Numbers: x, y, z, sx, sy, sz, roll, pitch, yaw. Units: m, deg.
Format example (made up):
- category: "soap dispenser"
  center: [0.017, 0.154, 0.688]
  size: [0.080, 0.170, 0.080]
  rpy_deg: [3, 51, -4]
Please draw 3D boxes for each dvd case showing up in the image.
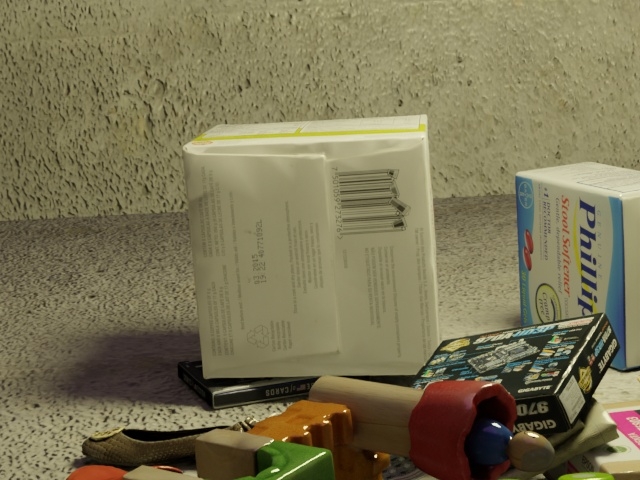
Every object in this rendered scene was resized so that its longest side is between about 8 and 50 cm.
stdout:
- category: "dvd case"
  center: [-0.070, 0.193, 2.222]
  size: [0.239, 0.029, 0.179]
  rpy_deg: [-6, 11, -20]

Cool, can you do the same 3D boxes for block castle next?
- category: "block castle"
  center: [-0.013, 0.287, 1.026]
  size: [0.213, 0.303, 0.453]
  rpy_deg: [6, 15, 34]

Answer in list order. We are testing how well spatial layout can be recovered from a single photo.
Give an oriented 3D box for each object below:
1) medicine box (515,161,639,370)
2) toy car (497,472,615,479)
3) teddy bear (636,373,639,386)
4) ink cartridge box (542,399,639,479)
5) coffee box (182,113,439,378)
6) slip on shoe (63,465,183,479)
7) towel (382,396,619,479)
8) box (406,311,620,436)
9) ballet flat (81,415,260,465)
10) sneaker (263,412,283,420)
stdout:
- category: "medicine box"
  center: [0.433, 0.031, 2.305]
  size: [0.149, 0.263, 0.289]
  rpy_deg: [-8, 12, -22]
- category: "toy car"
  center: [0.195, 0.288, 1.402]
  size: [0.149, 0.155, 0.188]
  rpy_deg: [-4, -1, -4]
- category: "teddy bear"
  center: [0.588, 0.175, 1.994]
  size: [0.338, 0.113, 0.245]
  rpy_deg: [-14, 3, -26]
- category: "ink cartridge box"
  center: [0.369, 0.248, 1.674]
  size: [0.193, 0.088, 0.234]
  rpy_deg: [-4, 12, -9]
- category: "coffee box"
  center: [0.000, 0.000, 2.240]
  size: [0.338, 0.337, 0.334]
  rpy_deg: [-3, 9, 4]
- category: "slip on shoe"
  center: [-0.178, 0.282, 1.615]
  size: [0.123, 0.101, 0.331]
  rpy_deg: [-12, 13, -32]
- category: "towel"
  center: [0.147, 0.219, 1.730]
  size: [0.324, 0.056, 0.312]
  rpy_deg: [-23, 13, -5]
- category: "box"
  center: [0.201, 0.157, 1.689]
  size: [0.220, 0.051, 0.175]
  rpy_deg: [-13, 20, 34]
- category: "ballet flat"
  center: [-0.177, 0.247, 1.899]
  size: [0.250, 0.058, 0.084]
  rpy_deg: [-1, 11, 12]
- category: "sneaker"
  center: [-0.047, 0.262, 1.702]
  size: [0.094, 0.091, 0.258]
  rpy_deg: [-5, 11, -9]
